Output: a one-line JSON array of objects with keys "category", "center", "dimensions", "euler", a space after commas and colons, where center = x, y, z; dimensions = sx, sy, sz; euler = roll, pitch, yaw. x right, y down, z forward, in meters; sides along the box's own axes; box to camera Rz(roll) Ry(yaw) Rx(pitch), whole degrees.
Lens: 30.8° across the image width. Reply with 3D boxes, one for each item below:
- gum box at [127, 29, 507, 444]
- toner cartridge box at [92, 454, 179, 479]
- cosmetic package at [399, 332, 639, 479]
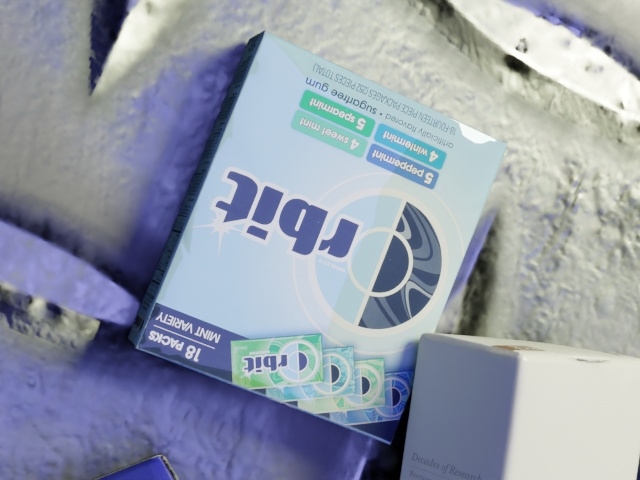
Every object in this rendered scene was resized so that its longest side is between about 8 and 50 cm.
[{"category": "gum box", "center": [0.000, 0.000, 0.653], "dimensions": [0.157, 0.041, 0.184], "euler": [23, 87, -15]}, {"category": "toner cartridge box", "center": [-0.213, 0.253, 0.589], "dimensions": [0.347, 0.075, 0.165], "euler": [-19, 98, -13]}, {"category": "cosmetic package", "center": [0.105, 0.172, 0.651], "dimensions": [0.117, 0.085, 0.231], "euler": [9, 88, -39]}]
